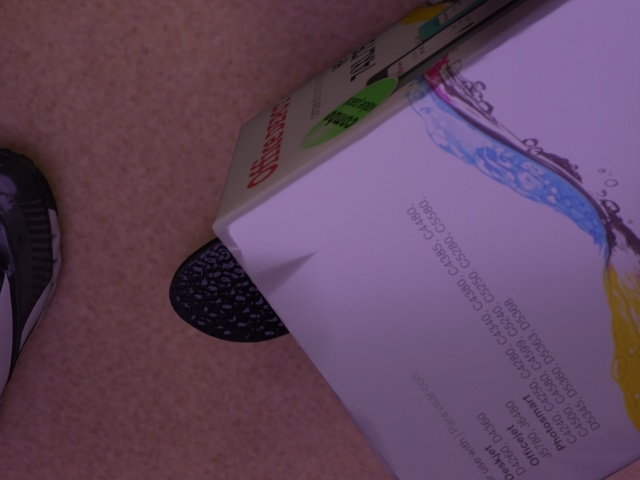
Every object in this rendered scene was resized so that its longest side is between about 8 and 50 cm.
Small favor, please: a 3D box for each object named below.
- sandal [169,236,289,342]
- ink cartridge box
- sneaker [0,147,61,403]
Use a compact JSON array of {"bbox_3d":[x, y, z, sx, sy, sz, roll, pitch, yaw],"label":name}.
[{"bbox_3d":[0.000,0.000,0.869,0.179,0.040,0.067,-28,111,3],"label":"sandal"},{"bbox_3d":[0.118,-0.028,0.731,0.270,0.198,0.197,-33,104,10],"label":"ink cartridge box"},{"bbox_3d":[-0.209,0.062,0.882,0.078,0.106,0.234,22,113,-2],"label":"sneaker"}]
